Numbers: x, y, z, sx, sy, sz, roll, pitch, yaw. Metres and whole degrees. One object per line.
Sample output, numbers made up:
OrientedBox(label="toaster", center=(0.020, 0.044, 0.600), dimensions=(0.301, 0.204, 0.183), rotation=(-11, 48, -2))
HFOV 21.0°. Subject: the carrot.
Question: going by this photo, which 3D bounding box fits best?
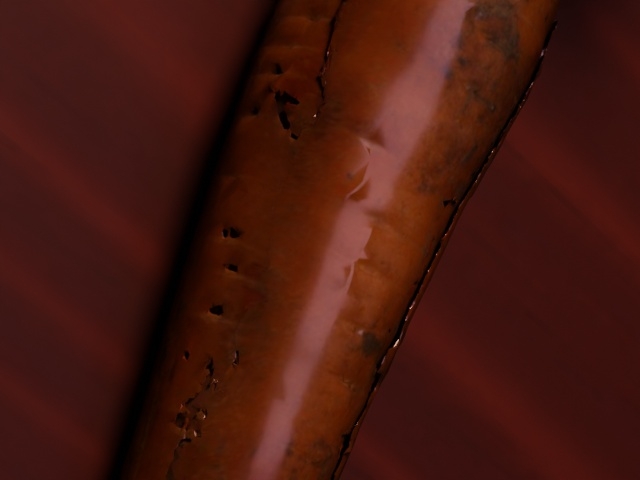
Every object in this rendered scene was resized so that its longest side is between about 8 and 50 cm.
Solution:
OrientedBox(label="carrot", center=(0.000, 0.000, 0.338), dimensions=(0.055, 0.055, 0.161), rotation=(31, 79, -36))
